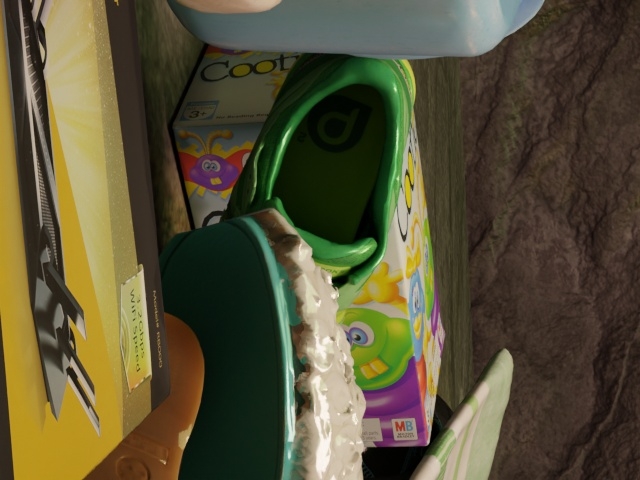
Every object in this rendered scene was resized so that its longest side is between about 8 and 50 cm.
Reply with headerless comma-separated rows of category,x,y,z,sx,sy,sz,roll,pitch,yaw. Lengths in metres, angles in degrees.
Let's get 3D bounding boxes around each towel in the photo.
towel,0.081,0.277,1.321,0.325,0.038,0.248,-48,153,-46

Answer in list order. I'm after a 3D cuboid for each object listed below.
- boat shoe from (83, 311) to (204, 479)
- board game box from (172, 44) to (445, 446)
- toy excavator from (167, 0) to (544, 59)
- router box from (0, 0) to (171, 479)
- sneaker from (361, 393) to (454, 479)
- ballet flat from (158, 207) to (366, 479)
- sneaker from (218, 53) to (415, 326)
boat shoe,-0.106,0.127,0.731,0.073,0.073,0.207,-50,-166,40
board game box,0.000,0.000,1.108,0.142,0.144,0.275,-75,159,-56
toy excavator,0.000,-0.179,0.650,0.433,0.222,0.445,77,19,-50
router box,-0.137,-0.057,0.583,0.243,0.081,0.309,-45,131,-77
sneaker,0.067,0.165,1.451,0.341,0.125,0.140,-28,115,-78
ballet flat,-0.037,0.184,0.856,0.147,0.147,0.409,-11,106,-79
sneaker,-0.024,0.015,0.915,0.123,0.109,0.295,-90,-163,-84
